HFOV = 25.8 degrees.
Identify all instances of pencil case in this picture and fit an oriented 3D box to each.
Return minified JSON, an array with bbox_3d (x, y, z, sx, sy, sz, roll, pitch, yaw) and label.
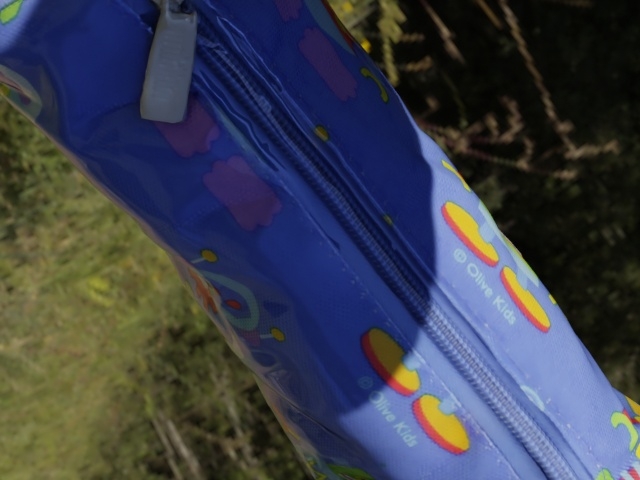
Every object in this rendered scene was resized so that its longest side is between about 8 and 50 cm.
[{"bbox_3d":[0.000,0.000,0.486,0.119,0.306,0.133,-40,-163,-6],"label":"pencil case"}]
